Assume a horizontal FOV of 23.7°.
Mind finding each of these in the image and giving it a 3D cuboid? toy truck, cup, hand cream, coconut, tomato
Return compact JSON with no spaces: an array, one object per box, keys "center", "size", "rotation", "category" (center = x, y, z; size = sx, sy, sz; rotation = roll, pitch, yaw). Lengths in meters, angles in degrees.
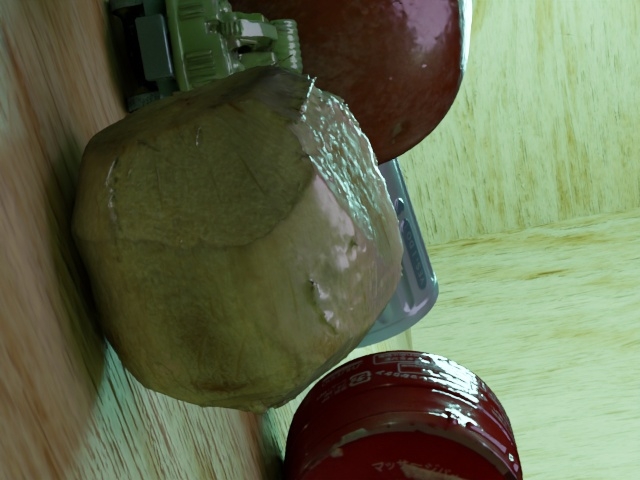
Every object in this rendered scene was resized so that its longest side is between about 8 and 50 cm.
[{"center":[-0.074,-0.134,1.091],"size":[0.191,0.116,0.085],"rotation":[6,76,-83],"category":"toy truck"},{"center":[0.015,-0.005,1.478],"size":[0.221,0.167,0.202],"rotation":[-91,167,-64],"category":"cup"},{"center":[0.074,0.221,1.378],"size":[0.149,0.230,0.230],"rotation":[-88,167,-63],"category":"hand cream"},{"center":[-0.046,0.009,0.865],"size":[0.194,0.194,0.194],"rotation":[-10,90,-84],"category":"coconut"},{"center":[0.011,-0.184,1.306],"size":[0.265,0.265,0.265],"rotation":[-10,90,-84],"category":"tomato"}]
